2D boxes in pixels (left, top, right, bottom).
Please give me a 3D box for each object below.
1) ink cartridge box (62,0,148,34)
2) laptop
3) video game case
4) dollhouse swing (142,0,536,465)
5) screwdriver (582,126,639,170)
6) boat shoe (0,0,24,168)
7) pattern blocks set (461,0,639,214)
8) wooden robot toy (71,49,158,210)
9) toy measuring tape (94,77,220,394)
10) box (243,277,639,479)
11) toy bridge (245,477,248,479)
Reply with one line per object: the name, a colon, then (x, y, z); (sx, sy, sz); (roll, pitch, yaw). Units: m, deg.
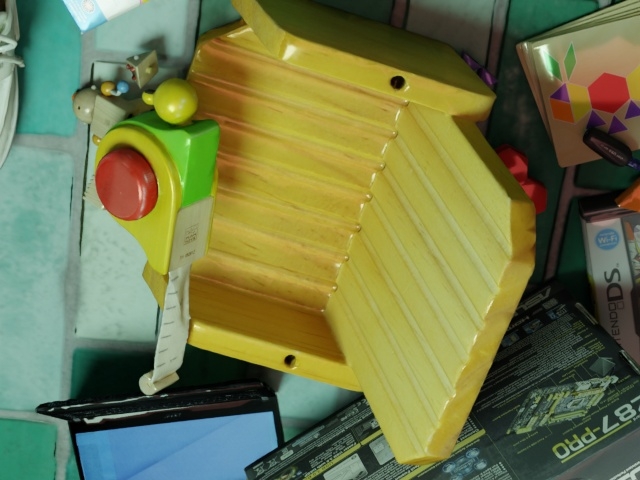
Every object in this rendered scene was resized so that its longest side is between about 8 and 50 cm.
ink cartridge box: (-0.179, -0.274, 1.655); (0.143, 0.090, 0.092); (-24, 116, 9)
laptop: (-0.159, 0.233, 1.898); (0.234, 0.264, 0.137); (-7, 81, 1)
video game case: (0.421, 0.047, 1.876); (0.274, 0.035, 0.248); (-10, 118, 4)
dollhouse swing: (0.000, 0.000, 1.688); (0.315, 0.305, 0.347); (16, 117, -10)
screwdriver: (0.332, -0.066, 1.770); (0.170, 0.024, 0.025); (26, 80, -16)
boat shoe: (-0.331, -0.198, 1.641); (0.135, 0.156, 0.367); (-6, 117, -20)
pattern blocks set: (0.295, -0.157, 1.758); (0.324, 0.026, 0.285); (-6, 111, 3)
wooden robot toy: (-0.210, -0.121, 1.764); (0.079, 0.076, 0.173); (28, 120, 24)
toy measuring tape: (-0.168, -0.011, 1.722); (0.121, 0.121, 0.330); (7, 120, -6)
box: (0.137, 0.222, 1.756); (0.395, 0.318, 0.097); (-31, 113, -2)
toy bridge: (-0.004, 0.304, 1.954); (0.188, 0.063, 0.026); (17, 123, -30)
